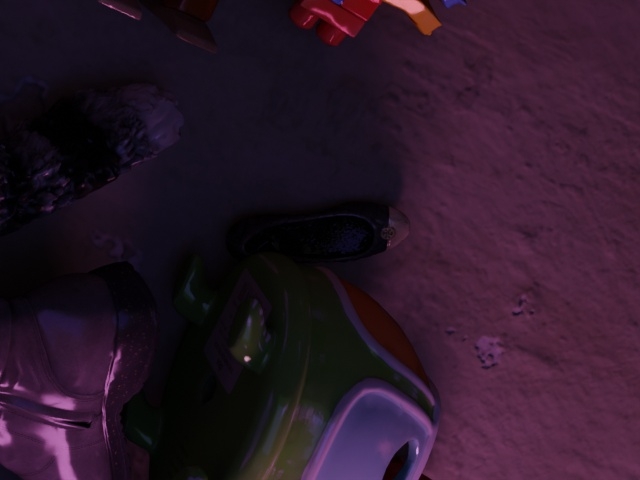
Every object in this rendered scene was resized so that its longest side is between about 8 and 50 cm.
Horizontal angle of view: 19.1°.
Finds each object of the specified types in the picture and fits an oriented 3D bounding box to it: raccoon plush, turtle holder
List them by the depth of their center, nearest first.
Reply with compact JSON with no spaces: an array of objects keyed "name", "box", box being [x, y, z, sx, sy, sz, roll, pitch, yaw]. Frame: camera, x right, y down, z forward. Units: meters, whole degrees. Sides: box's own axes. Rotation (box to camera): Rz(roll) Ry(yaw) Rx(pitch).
[{"name":"raccoon plush","box":[-0.367,-0.115,1.526,0.446,0.216,0.299,-33,103,-36]},{"name":"turtle holder","box":[-0.033,0.181,1.643,0.227,0.243,0.320,19,75,-25]}]

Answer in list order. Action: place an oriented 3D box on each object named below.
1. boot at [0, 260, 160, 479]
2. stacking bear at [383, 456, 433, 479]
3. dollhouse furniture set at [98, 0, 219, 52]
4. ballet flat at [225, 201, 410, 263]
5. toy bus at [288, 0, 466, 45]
[{"name":"boot","box":[-0.272,0.164,1.589,0.223,0.118,0.338,-11,127,-32]},{"name":"stacking bear","box":[0.021,0.340,1.781,0.164,0.175,0.289,29,90,-26]},{"name":"dollhouse furniture set","box":[-0.140,-0.324,1.532,0.259,0.135,0.262,21,102,-34]},{"name":"ballet flat","box":[0.000,0.000,1.708,0.173,0.049,0.057,-6,111,-15]},{"name":"toy bus","box":[0.076,-0.249,1.605,0.220,0.149,0.211,25,113,-26]}]
